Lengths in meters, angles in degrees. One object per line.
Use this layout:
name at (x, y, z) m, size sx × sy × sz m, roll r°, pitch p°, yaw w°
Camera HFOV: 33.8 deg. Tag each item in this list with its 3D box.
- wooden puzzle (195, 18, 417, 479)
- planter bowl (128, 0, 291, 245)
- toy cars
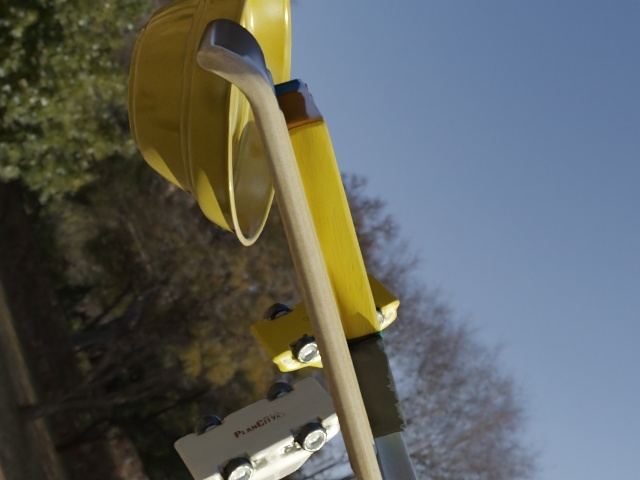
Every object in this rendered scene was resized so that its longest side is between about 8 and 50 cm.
wooden puzzle at (0.000, 0.000, 0.547) m, size 0.221 × 0.044 × 0.239 m, roll -106°, pitch 176°, yaw -74°
planter bowl at (-0.084, -0.108, 0.770) m, size 0.217 × 0.090 × 0.217 m, roll 6°, pitch 90°, yaw -84°
toy cars at (-0.028, 0.183, 1.312) m, size 0.176 × 0.394 × 0.087 m, roll 5°, pitch -52°, yaw 24°
